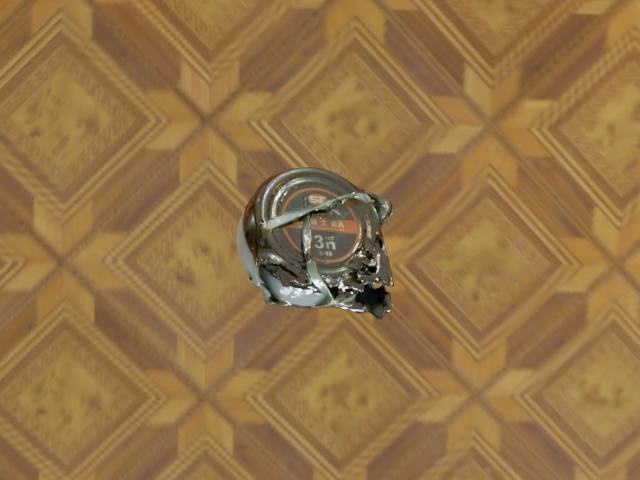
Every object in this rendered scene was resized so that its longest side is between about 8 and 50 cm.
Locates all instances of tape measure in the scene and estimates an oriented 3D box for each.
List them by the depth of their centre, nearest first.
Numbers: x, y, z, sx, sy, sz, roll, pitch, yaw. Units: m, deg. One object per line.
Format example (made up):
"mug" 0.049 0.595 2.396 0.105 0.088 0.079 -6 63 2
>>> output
"tape measure" -0.002 -0.001 0.823 0.094 0.054 0.091 13 57 -18
